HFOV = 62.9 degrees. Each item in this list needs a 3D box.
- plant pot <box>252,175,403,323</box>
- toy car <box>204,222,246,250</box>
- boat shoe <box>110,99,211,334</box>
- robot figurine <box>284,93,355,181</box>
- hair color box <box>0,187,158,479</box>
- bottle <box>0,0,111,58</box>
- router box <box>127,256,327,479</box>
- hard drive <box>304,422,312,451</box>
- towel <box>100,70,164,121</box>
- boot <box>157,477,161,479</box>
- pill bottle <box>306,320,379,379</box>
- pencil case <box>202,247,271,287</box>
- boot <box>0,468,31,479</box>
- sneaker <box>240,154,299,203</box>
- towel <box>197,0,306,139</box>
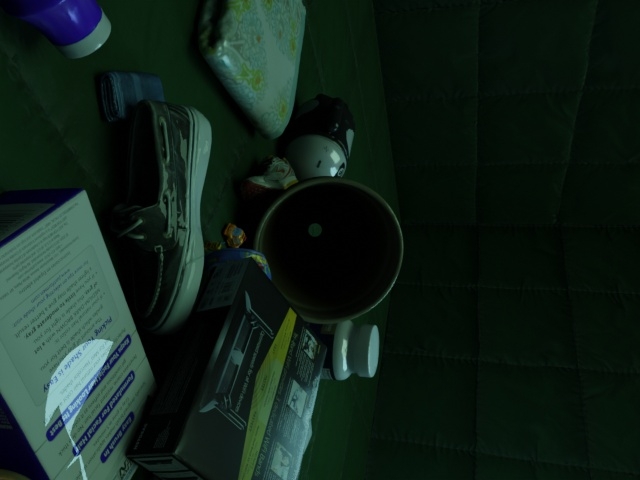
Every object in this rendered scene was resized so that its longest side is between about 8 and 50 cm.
[{"bbox_3d":[0.000,0.000,1.236,0.280,0.323,0.323,-126,-147,-76],"label":"plant pot"},{"bbox_3d":[-0.181,0.010,1.035,0.122,0.040,0.060,-59,147,-60],"label":"toy car"},{"bbox_3d":[-0.241,-0.033,0.743,0.119,0.121,0.335,7,85,-51],"label":"boat shoe"},{"bbox_3d":[0.003,-0.266,1.405,0.209,0.173,0.278,61,32,-46],"label":"robot figurine"},{"bbox_3d":[-0.290,0.134,0.559,0.185,0.110,0.339,-66,151,-58],"label":"hair color box"},{"bbox_3d":[-0.299,-0.292,0.471,0.283,0.118,0.092,60,35,-59],"label":"bottle"},{"bbox_3d":[-0.107,0.217,0.757,0.243,0.081,0.309,55,34,-33],"label":"router box"},{"bbox_3d":[-0.100,0.524,1.343,0.353,0.047,0.233,-49,138,-65],"label":"hard drive"},{"bbox_3d":[-0.267,-0.206,0.746,0.119,0.029,0.067,-42,131,-67],"label":"towel"},{"bbox_3d":[-0.218,0.364,0.892,0.152,0.073,0.197,-57,133,-63],"label":"boot"},{"bbox_3d":[0.003,0.261,1.287,0.153,0.264,0.153,1,90,-74],"label":"pill bottle"},{"bbox_3d":[-0.142,0.167,0.930,0.119,0.133,0.306,-38,-127,56],"label":"pencil case"},{"bbox_3d":[-0.312,0.248,0.378,0.220,0.109,0.283,-101,179,-67],"label":"boot"},{"bbox_3d":[-0.124,-0.141,1.184,0.093,0.088,0.225,68,20,-5],"label":"sneaker"},{"bbox_3d":[-0.134,-0.448,1.092,0.320,0.090,0.374,44,49,-64],"label":"towel"}]
